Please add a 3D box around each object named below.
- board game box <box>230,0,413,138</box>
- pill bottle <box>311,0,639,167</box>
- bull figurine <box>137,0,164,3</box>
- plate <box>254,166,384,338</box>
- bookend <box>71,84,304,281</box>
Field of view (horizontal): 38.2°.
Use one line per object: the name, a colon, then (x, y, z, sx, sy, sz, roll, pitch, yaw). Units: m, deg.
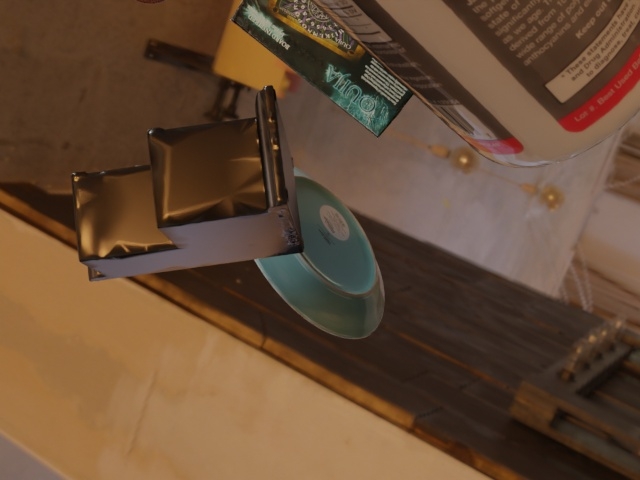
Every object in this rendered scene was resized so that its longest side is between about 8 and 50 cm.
board game box: (0.022, -0.204, 0.886, 0.126, 0.186, 0.026, -51, 2, 14)
pill bottle: (0.070, -0.196, 0.558, 0.318, 0.176, 0.176, 35, -101, -35)
bull figurine: (-0.218, -0.443, 1.115, 0.101, 0.188, 0.310, -82, -20, -52)
plate: (0.000, 0.000, 0.824, 0.024, 0.188, 0.188, -37, -12, 29)
bookend: (-0.095, -0.029, 0.591, 0.156, 0.157, 0.072, 74, -172, -79)
